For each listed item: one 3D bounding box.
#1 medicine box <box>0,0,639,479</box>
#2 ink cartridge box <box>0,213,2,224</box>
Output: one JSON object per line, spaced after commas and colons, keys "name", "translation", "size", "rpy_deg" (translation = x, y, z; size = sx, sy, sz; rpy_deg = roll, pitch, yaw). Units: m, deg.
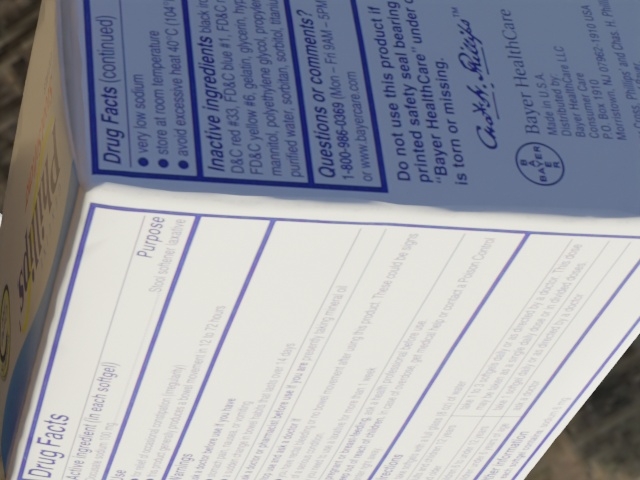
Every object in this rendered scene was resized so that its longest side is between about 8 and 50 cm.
{"name": "medicine box", "translation": [0.000, 0.000, 0.791], "size": [0.263, 0.289, 0.149], "rpy_deg": [115, -27, -52]}
{"name": "ink cartridge box", "translation": [-0.448, 0.108, 1.402], "size": [0.279, 0.385, 0.160], "rpy_deg": [17, -20, 50]}
